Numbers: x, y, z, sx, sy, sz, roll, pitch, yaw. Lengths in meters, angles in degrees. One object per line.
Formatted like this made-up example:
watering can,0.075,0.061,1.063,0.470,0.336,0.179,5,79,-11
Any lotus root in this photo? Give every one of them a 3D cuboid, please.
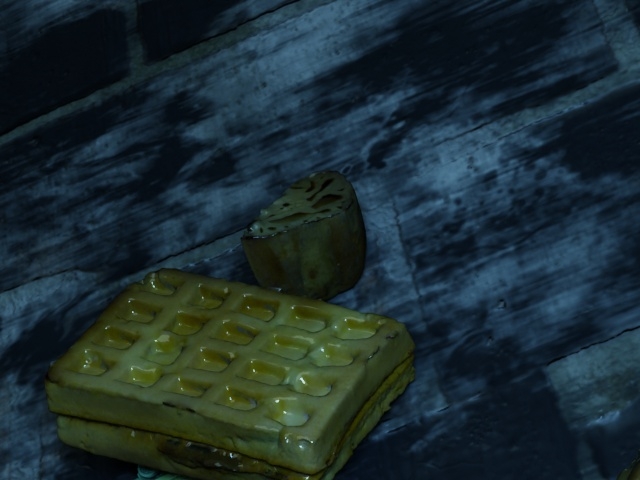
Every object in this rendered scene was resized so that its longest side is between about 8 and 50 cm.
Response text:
lotus root,-0.001,0.002,1.981,0.095,0.135,0.159,7,44,33

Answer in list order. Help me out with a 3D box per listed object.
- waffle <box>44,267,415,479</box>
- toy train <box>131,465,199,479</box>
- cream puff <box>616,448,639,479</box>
waffle,-0.091,0.140,1.888,0.328,0.098,0.224,11,41,28
toy train,-0.133,0.239,1.908,0.122,0.050,0.081,-26,49,7
cream puff,0.329,0.238,1.589,0.189,0.129,0.189,-13,57,20
